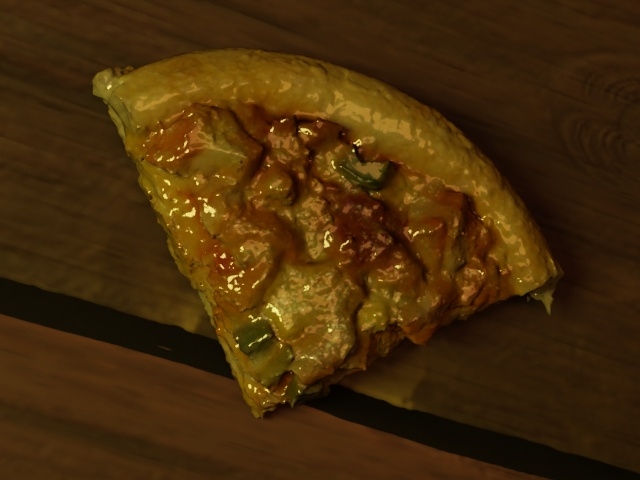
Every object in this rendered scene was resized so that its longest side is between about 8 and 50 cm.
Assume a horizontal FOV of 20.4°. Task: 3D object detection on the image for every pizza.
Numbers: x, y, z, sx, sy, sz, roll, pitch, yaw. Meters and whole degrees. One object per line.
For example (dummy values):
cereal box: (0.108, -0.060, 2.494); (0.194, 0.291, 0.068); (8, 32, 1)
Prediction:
pizza: (0.000, 0.000, 0.956); (0.292, 0.058, 0.197); (27, 76, -16)
